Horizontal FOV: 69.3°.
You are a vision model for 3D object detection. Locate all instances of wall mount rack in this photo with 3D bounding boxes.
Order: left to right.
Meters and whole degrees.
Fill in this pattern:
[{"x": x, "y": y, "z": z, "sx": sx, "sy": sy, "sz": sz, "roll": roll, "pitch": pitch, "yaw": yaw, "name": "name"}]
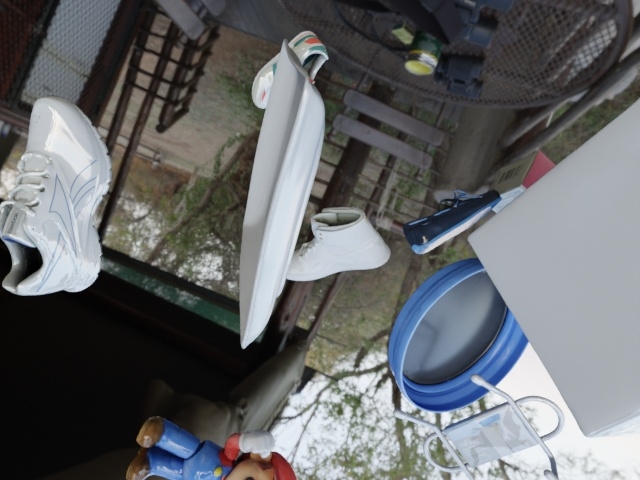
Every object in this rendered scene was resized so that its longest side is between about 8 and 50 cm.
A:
[{"x": 0.347, "y": 0.431, "z": 1.037, "sx": 0.304, "sy": 0.350, "sz": 0.130, "roll": 53, "pitch": -154, "yaw": -1, "name": "wall mount rack"}]

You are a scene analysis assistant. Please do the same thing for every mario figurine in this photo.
[{"x": -0.195, "y": 0.441, "z": 0.859, "sx": 0.321, "sy": 0.170, "sz": 0.198, "roll": 17, "pitch": 134, "yaw": 0, "name": "mario figurine"}]

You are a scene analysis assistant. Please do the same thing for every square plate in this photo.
[{"x": -0.063, "y": -0.086, "z": 0.664, "sx": 0.049, "sy": 0.347, "sz": 0.344, "roll": 10, "pitch": -152, "yaw": -14, "name": "square plate"}]

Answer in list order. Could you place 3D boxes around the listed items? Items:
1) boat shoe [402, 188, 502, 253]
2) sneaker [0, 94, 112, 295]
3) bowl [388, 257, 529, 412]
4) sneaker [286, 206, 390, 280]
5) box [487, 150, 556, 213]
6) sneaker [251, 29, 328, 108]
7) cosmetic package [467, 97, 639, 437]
[{"x": 0.310, "y": -0.067, "z": 1.083, "sx": 0.089, "sy": 0.258, "sz": 0.109, "roll": 56, "pitch": 158, "yaw": 20, "name": "boat shoe"}, {"x": -0.384, "y": -0.055, "z": 0.662, "sx": 0.111, "sy": 0.296, "sz": 0.129, "roll": 8, "pitch": -168, "yaw": 15, "name": "sneaker"}, {"x": 0.328, "y": 0.216, "z": 1.065, "sx": 0.391, "sy": 0.391, "sz": 0.077, "roll": 23, "pitch": -169, "yaw": -34, "name": "bowl"}, {"x": 0.000, "y": 0.000, "z": 1.102, "sx": 0.293, "sy": 0.108, "sz": 0.169, "roll": -13, "pitch": 131, "yaw": 27, "name": "sneaker"}, {"x": 0.575, "y": -0.097, "z": 1.208, "sx": 0.232, "sy": 0.126, "sz": 0.149, "roll": 37, "pitch": 159, "yaw": -10, "name": "box"}, {"x": -0.053, "y": -0.284, "z": 0.802, "sx": 0.057, "sy": 0.161, "sz": 0.075, "roll": 30, "pitch": -157, "yaw": -52, "name": "sneaker"}, {"x": 0.512, "y": 0.063, "z": 0.674, "sx": 0.394, "sy": 0.329, "sz": 0.327, "roll": 18, "pitch": -140, "yaw": -38, "name": "cosmetic package"}]
